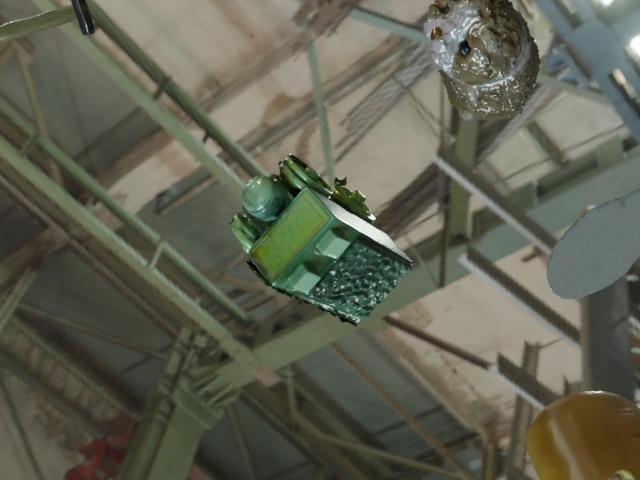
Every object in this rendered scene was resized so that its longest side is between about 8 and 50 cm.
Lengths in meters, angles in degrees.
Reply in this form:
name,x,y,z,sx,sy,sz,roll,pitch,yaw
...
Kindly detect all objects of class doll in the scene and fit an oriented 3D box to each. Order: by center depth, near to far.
name,x,y,z,sx,sy,sz,roll,pitch,yaw
doll,0.171,-0.179,0.961,0.105,0.115,0.221,63,180,30

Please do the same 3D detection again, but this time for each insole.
name,x,y,z,sx,sy,sz,roll,pitch,yaw
insole,0.271,-0.014,0.811,0.197,0.004,0.065,-34,-82,-17

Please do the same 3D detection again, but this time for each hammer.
name,x,y,z,sx,sy,sz,roll,pitch,yaw
hammer,-0.330,-0.251,1.058,0.013,0.199,0.062,-32,-67,-46

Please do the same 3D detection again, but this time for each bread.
name,x,y,z,sx,sy,sz,roll,pitch,yaw
bread,0.282,0.215,0.916,0.173,0.134,0.085,-106,10,-66

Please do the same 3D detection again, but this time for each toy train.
name,x,y,z,sx,sy,sz,roll,pitch,yaw
toy train,0.000,0.000,1.304,0.272,0.159,0.188,29,-163,-50
